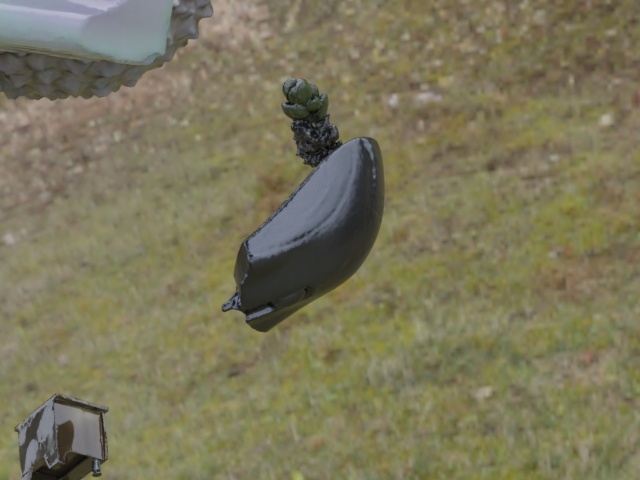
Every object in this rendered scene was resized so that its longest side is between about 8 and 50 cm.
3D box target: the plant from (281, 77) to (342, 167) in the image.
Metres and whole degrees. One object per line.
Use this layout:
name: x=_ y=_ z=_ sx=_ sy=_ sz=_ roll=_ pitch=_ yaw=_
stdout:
plant: x=-0.014 y=-0.178 z=2.085 sx=0.085 sy=0.174 sz=0.087 roll=14 pitch=55 yaw=32

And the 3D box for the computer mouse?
computer mouse: x=0.000 y=0.000 z=1.503 sx=0.088 sy=0.147 sz=0.264 roll=38 pitch=69 yaw=23

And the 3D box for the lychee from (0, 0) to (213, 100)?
lychee: x=-0.291 y=-0.320 z=1.444 sx=0.380 sy=0.380 sz=0.432 roll=2 pitch=17 yaw=19

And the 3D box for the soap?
soap: x=-0.264 y=-0.197 z=1.012 sx=0.208 sy=0.115 sz=0.347 roll=11 pitch=7 yaw=36

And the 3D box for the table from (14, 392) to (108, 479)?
table: x=-0.282 y=0.228 z=1.533 sx=0.083 sy=0.070 sz=0.082 roll=-37 pitch=47 yaw=32
